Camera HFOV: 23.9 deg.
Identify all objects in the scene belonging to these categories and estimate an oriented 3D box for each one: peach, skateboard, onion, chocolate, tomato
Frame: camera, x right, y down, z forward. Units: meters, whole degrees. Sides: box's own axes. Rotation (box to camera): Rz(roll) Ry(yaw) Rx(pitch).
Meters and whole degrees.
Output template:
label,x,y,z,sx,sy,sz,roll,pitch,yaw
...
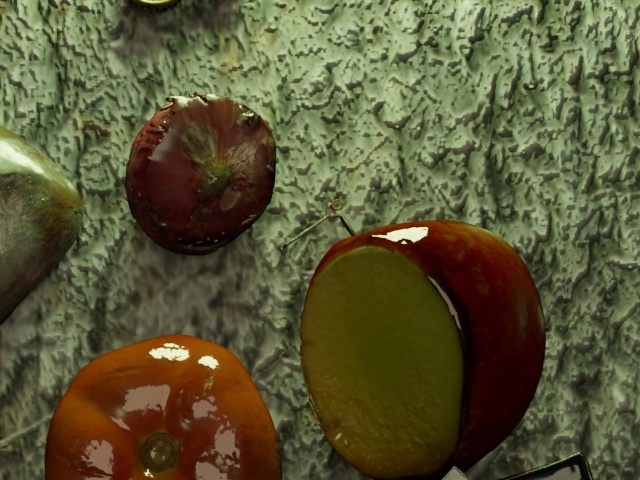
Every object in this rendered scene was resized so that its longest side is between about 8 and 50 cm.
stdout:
label,x,y,z,sx,sy,sz,roll,pitch,yaw
peach,0.115,0.117,1.564,0.245,0.249,0.274,-1,89,-24
skateboard,0.000,0.000,1.696,0.083,0.032,0.064,-32,89,-13
onion,-0.141,-0.078,1.655,0.147,0.184,0.184,21,70,46
chocolate,-0.404,0.012,1.638,0.185,0.100,0.303,41,80,4
tomato,-0.162,0.226,1.548,0.260,0.180,0.259,0,73,-1

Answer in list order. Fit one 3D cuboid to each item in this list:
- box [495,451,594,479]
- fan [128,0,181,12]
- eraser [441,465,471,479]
label,x,y,z,sx,sy,sz,roll,pitch,yaw
box,0.179,0.415,1.492,0.251,0.204,0.345,-15,72,-6
fan,-0.156,-0.302,1.760,0.155,0.039,0.082,2,75,-4
eraser,0.115,0.299,1.410,0.104,0.023,0.150,41,76,12
